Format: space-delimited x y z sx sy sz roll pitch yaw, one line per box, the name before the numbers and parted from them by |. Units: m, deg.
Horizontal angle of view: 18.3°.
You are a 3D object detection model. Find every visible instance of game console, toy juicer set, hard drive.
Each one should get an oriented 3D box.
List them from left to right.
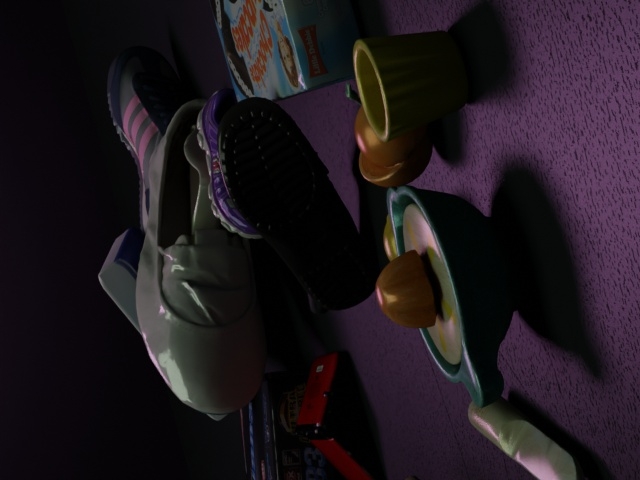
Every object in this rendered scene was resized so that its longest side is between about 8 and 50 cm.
hard drive | -0.172 0.090 2.330 0.210 0.040 0.319 51 -178 -7
game console | 0.028 0.183 2.002 0.144 0.085 0.124 149 136 -78
toy juicer set | 0.075 0.034 1.342 0.209 0.089 0.329 132 121 -77

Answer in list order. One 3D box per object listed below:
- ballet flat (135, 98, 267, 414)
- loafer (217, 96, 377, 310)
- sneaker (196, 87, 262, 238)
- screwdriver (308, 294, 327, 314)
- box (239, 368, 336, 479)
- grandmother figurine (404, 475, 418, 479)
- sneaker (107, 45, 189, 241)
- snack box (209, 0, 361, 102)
ballet flat | -0.130 0.001 2.147 0.139 0.139 0.400 86 177 -48
loafer | -0.026 -0.036 1.688 0.078 0.080 0.220 -108 -9 -58
sneaker | -0.088 -0.081 2.086 0.071 0.068 0.170 122 130 -62
screwdriver | 0.000 0.000 1.892 0.024 0.025 0.170 -118 25 -51
box | -0.034 0.295 2.203 0.293 0.073 0.295 150 115 -78
grandmother figurine | -0.055 0.326 1.740 0.104 0.342 0.208 104 149 -69
sneaker | -0.175 -0.132 2.430 0.131 0.112 0.319 -54 46 46
snack box | -0.041 -0.212 1.661 0.322 0.060 0.187 -177 71 -79
